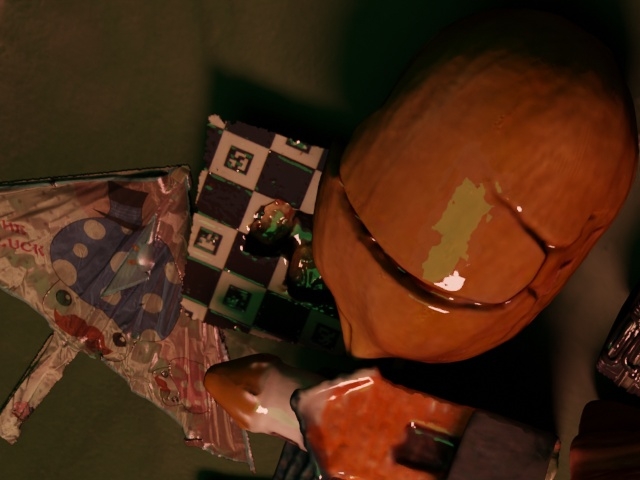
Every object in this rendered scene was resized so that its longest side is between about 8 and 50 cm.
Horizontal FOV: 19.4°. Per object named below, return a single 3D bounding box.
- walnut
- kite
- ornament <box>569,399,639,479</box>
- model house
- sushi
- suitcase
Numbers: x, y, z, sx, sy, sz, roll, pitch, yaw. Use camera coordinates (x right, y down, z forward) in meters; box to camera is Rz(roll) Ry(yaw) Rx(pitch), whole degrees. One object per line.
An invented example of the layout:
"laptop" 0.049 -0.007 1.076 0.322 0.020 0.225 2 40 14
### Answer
"walnut" 0.108 -0.026 1.353 0.203 0.203 0.298 32 105 4
"kite" -0.203 0.065 1.650 0.406 0.014 0.368 38 122 0
"ornament" 0.319 0.211 1.422 0.217 0.221 0.235 -13 151 22
"model house" 0.032 0.196 1.458 0.301 0.271 0.190 22 84 11
"sushi" 0.000 0.000 1.520 0.210 0.040 0.193 15 119 6
"suitcase" 0.257 0.059 1.399 0.059 0.126 0.086 31 122 6
